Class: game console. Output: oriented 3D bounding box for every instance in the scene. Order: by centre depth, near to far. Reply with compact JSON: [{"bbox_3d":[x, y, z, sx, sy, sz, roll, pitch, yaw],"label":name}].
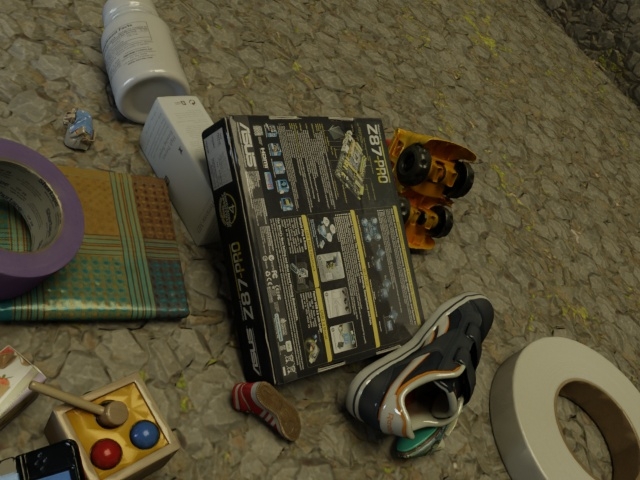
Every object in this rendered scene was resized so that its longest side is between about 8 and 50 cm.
[{"bbox_3d":[-0.308,0.295,0.651,0.085,0.124,0.143,6,64,-63],"label":"game console"}]

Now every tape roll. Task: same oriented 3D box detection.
[{"bbox_3d":[-0.398,-0.027,0.779,0.189,0.080,0.188,34,41,-35],"label":"tape roll"},{"bbox_3d":[0.484,0.362,1.155,0.392,0.072,0.391,19,47,-21],"label":"tape roll"}]

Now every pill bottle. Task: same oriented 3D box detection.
[{"bbox_3d":[-0.325,-0.336,1.144,0.131,0.131,0.229,-1,56,-35],"label":"pill bottle"}]

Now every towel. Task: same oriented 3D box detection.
[{"bbox_3d":[-0.385,-0.003,0.899,0.371,0.040,0.271,5,53,-32],"label":"towel"}]

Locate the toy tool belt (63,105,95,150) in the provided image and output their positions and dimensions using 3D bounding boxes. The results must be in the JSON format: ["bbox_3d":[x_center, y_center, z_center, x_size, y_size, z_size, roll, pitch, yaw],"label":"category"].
[{"bbox_3d":[-0.395,-0.193,1.037,0.052,0.051,0.083,5,53,-31],"label":"toy tool belt"}]

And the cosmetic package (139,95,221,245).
[{"bbox_3d":[-0.208,-0.119,1.056,0.086,0.117,0.231,-14,63,-40],"label":"cosmetic package"}]

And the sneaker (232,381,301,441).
[{"bbox_3d":[-0.079,0.242,0.902,0.118,0.067,0.042,58,44,-28],"label":"sneaker"}]

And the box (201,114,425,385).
[{"bbox_3d":[0.000,0.000,1.006,0.319,0.097,0.394,-9,85,-37],"label":"box"}]

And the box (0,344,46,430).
[{"bbox_3d":[-0.430,0.239,0.647,0.063,0.067,0.324,40,42,1],"label":"box"}]

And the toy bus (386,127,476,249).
[{"bbox_3d":[0.177,-0.119,1.289,0.150,0.220,0.211,12,17,-34],"label":"toy bus"}]

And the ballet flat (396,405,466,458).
[{"bbox_3d":[0.187,0.301,1.017,0.070,0.070,0.188,45,47,6],"label":"ballet flat"}]

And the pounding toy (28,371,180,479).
[{"bbox_3d":[-0.260,0.222,0.749,0.130,0.100,0.141,-20,68,-43],"label":"pounding toy"}]

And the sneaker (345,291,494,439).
[{"bbox_3d":[0.197,0.202,1.000,0.321,0.126,0.128,-33,35,-29],"label":"sneaker"}]
